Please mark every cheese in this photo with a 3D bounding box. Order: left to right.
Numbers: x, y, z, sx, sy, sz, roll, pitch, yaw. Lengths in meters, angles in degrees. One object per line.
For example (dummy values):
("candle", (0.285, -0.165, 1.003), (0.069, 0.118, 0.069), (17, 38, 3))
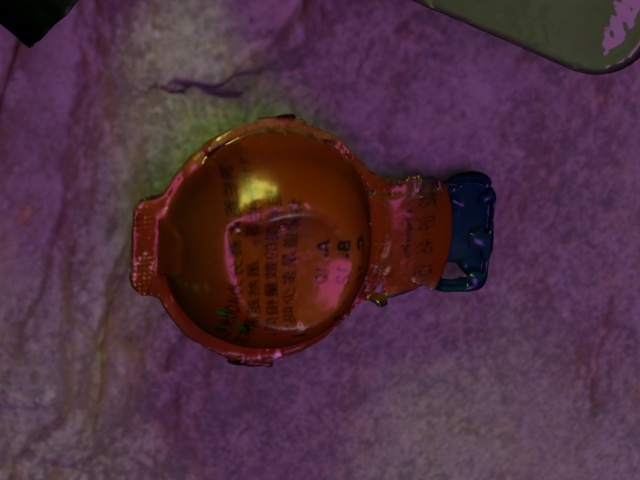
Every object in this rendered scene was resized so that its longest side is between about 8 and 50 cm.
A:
("cheese", (0.000, 0.000, 1.218), (0.329, 0.129, 0.216), (-4, 107, -23))

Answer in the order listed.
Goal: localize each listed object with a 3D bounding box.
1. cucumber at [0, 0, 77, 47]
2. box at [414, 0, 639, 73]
("cucumber", (-0.208, -0.237, 1.066), (0.130, 0.191, 0.191), (39, 98, -20))
("box", (0.137, -0.348, 1.079), (0.367, 0.090, 0.373), (26, 104, 10))
